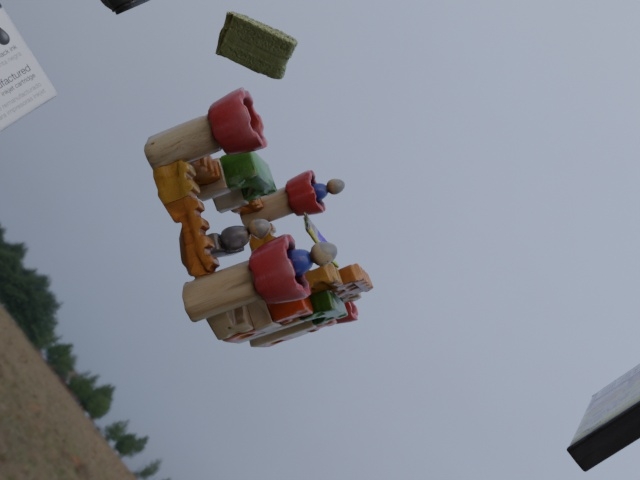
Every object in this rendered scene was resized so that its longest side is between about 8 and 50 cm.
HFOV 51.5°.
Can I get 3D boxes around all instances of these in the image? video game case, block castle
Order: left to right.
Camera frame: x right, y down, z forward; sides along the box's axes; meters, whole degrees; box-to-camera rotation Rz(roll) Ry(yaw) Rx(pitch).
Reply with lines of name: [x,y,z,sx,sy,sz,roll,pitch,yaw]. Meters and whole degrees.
block castle: [-0.059,-0.012,1.033,0.453,0.213,0.302,42,31,-73]
video game case: [0.437,0.159,0.808,0.275,0.248,0.035,-44,-108,23]

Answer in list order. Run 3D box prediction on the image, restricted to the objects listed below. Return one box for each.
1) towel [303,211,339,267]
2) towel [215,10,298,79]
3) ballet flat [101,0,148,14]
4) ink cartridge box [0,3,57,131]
towel: [0.000,0.000,0.984,0.083,0.009,0.060,53,9,-23]
towel: [-0.127,-0.383,1.305,0.148,0.027,0.110,20,-41,-12]
ballet flat: [-0.169,-0.278,0.675,0.058,0.173,0.049,-11,-60,26]
ink cartridge box: [-0.344,-0.170,0.540,0.086,0.148,0.203,10,-44,43]
